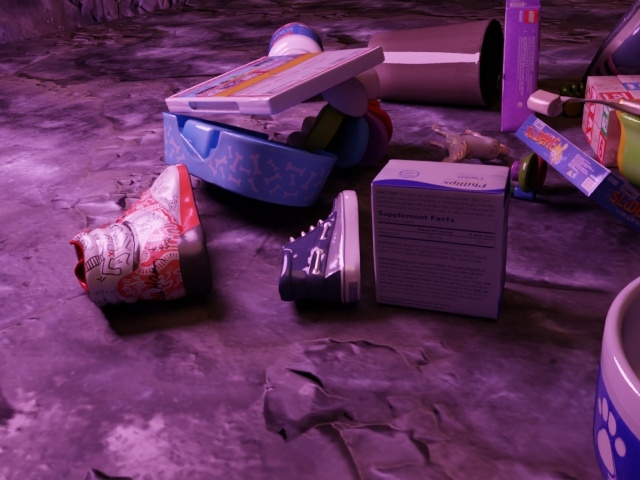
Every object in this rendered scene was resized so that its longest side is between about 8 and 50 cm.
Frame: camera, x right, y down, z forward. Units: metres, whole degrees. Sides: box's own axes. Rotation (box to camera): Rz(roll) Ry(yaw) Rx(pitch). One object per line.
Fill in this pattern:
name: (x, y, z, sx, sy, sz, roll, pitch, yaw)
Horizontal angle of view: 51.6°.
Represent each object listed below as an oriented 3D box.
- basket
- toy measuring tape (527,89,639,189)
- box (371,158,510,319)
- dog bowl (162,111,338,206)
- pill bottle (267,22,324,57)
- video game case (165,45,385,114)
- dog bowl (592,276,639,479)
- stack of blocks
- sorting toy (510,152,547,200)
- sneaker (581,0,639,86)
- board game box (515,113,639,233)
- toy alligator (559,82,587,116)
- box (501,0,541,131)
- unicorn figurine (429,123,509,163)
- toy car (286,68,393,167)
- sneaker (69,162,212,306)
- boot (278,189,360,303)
basket: (0.213, -0.332, 1.250, 0.226, 0.154, 0.204, 6, 29, 27)
toy measuring tape: (0.382, -0.111, 0.809, 0.330, 0.121, 0.121, 0, 24, -24)
box: (0.121, -0.004, 0.659, 0.126, 0.137, 0.072, 6, 30, 20)
dog bowl: (-0.109, -0.114, 0.918, 0.166, 0.074, 0.297, 3, 15, -44)
pill bottle: (-0.051, -0.379, 1.397, 0.124, 0.124, 0.221, -5, 28, -1)
video game case: (-0.074, -0.231, 0.959, 0.204, 0.025, 0.285, -33, 28, -30)
dog bowl: (0.324, 0.117, 0.438, 0.264, 0.104, 0.265, -4, 29, 2)
stack of blocks: (0.557, -0.181, 0.970, 0.297, 0.087, 0.171, 1, 28, 11)
sorting toy: (0.266, -0.086, 0.872, 0.042, 0.061, 0.102, 13, 10, 31)
sneaker: (0.535, -0.297, 1.120, 0.131, 0.112, 0.319, 36, 8, 11)
board game box: (0.326, -0.073, 0.785, 0.136, 0.035, 0.201, 29, 20, -21)
toy alligator: (0.480, -0.248, 1.145, 0.189, 0.051, 0.056, 0, 29, 8)
box: (0.356, -0.335, 1.170, 0.057, 0.201, 0.293, 3, 30, 16)
unicorn figurine: (0.206, -0.133, 0.967, 0.162, 0.060, 0.111, -15, 29, -17)
toy car: (0.044, -0.172, 1.010, 0.136, 0.159, 0.182, 35, 33, -3)
sneaker: (-0.219, -0.016, 0.788, 0.145, 0.090, 0.270, -9, 31, -13)
boot: (0.000, 0.000, 0.743, 0.086, 0.069, 0.190, -1, 30, 2)
